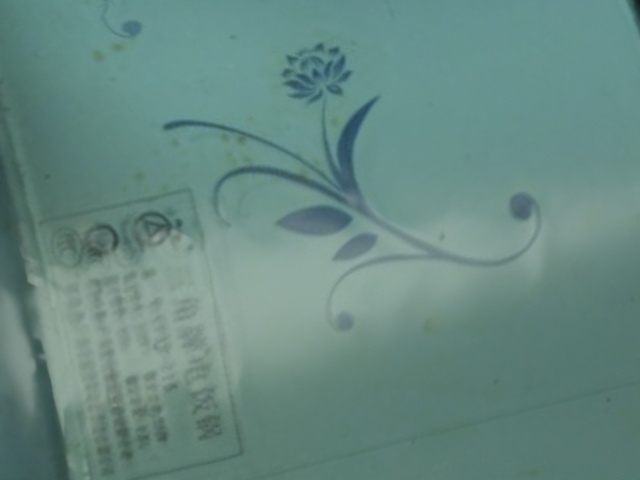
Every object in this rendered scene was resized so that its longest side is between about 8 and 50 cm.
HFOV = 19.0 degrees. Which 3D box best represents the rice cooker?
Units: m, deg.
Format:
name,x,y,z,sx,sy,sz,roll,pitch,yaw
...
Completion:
name,x,y,z,sx,sy,sz,roll,pitch,yaw
rice cooker,0.000,0.000,0.573,0.316,0.264,0.317,-4,105,-16
